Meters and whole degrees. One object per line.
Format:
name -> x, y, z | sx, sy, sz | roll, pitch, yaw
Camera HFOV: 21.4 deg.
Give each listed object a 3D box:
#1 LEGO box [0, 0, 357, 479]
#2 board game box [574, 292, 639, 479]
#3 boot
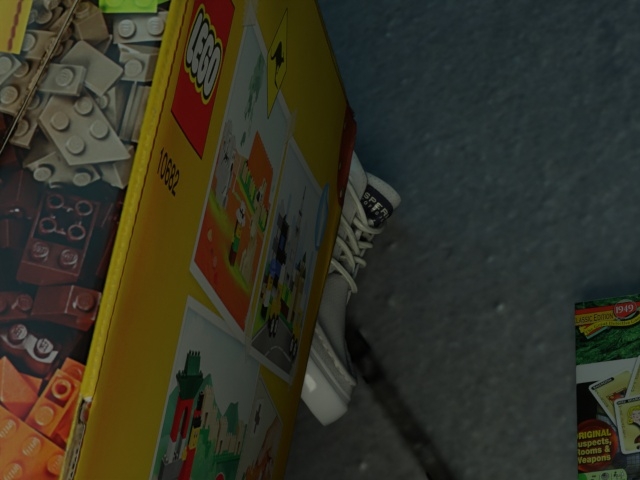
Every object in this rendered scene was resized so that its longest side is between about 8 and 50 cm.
LEGO box -> -0.129, 0.019, 0.832 | 0.193, 0.500, 0.372 | 10, 78, 9
board game box -> 0.280, 0.080, 1.005 | 0.260, 0.030, 0.136 | -10, 49, 18
boot -> 0.000, 0.000, 1.153 | 0.123, 0.095, 0.258 | -30, 49, 4
